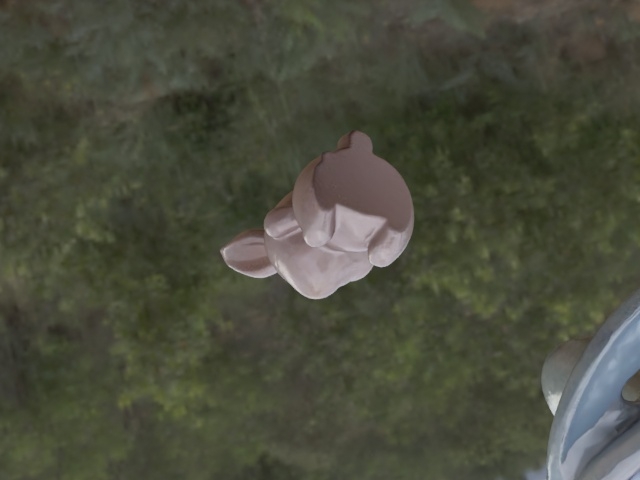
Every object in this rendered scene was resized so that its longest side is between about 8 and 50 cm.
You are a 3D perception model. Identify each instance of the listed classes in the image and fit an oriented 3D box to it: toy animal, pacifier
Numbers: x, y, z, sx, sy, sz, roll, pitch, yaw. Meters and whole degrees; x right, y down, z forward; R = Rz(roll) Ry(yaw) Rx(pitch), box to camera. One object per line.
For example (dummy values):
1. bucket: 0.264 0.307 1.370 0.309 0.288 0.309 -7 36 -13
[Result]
1. toy animal: 0.000 0.002 1.114 0.124 0.124 0.212 -10 160 -28
2. pacifier: 0.199 0.121 0.758 0.227 0.279 0.207 -37 -148 -8
